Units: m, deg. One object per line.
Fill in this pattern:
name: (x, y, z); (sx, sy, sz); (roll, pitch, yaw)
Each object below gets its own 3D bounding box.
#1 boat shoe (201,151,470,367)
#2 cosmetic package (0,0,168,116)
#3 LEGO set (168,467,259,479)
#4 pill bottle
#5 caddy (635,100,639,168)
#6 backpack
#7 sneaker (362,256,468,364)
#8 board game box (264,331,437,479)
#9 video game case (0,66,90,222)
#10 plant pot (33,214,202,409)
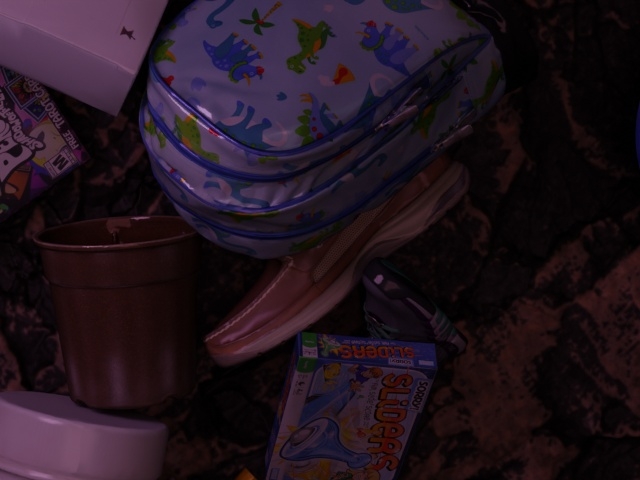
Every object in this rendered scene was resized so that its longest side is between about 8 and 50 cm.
boat shoe: (0.000, 0.000, 1.631); (0.324, 0.123, 0.116); (-40, 94, -15)
cosmetic package: (-0.246, -0.338, 1.508); (0.284, 0.097, 0.377); (23, 62, -7)
LEGO set: (-0.047, 0.301, 1.639); (0.227, 0.093, 0.087); (42, 85, -8)
pill bottle: (-0.264, 0.337, 1.549); (0.204, 0.204, 0.361); (11, 91, -9)
caddy: (0.458, -0.163, 1.665); (0.241, 0.179, 0.341); (24, 88, -32)
backpack: (-0.010, -0.153, 1.527); (0.355, 0.273, 0.290); (-45, 76, -2)
sneaker: (0.076, 0.095, 1.599); (0.098, 0.223, 0.083); (-45, 60, 0)
board game box: (0.027, 0.172, 1.611); (0.136, 0.035, 0.201); (5, 135, -9)
video game case: (-0.364, -0.110, 1.548); (0.210, 0.042, 0.232); (-36, 121, -11)
plant pot: (-0.187, 0.069, 1.582); (0.167, 0.167, 0.165); (-6, 101, -9)
